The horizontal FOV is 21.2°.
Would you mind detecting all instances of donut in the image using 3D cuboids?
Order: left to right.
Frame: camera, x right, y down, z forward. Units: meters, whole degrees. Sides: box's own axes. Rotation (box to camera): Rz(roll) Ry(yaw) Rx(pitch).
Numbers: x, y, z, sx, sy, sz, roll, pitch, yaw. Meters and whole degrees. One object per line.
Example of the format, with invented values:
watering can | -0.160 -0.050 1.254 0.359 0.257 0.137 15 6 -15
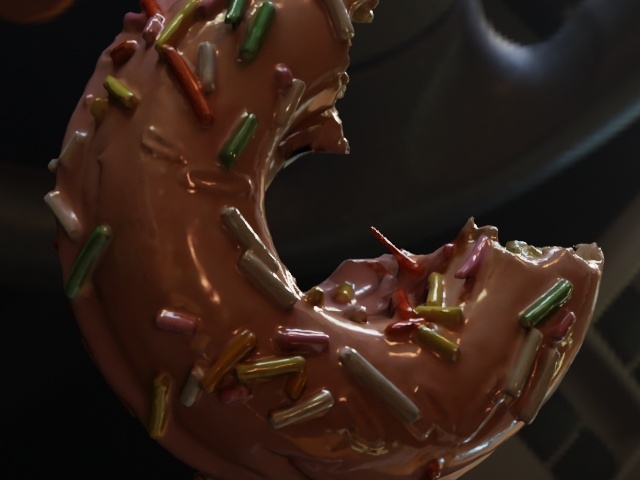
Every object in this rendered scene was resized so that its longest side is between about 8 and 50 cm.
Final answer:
donut | 0.000 0.000 0.667 0.233 0.085 0.199 48 66 -8
